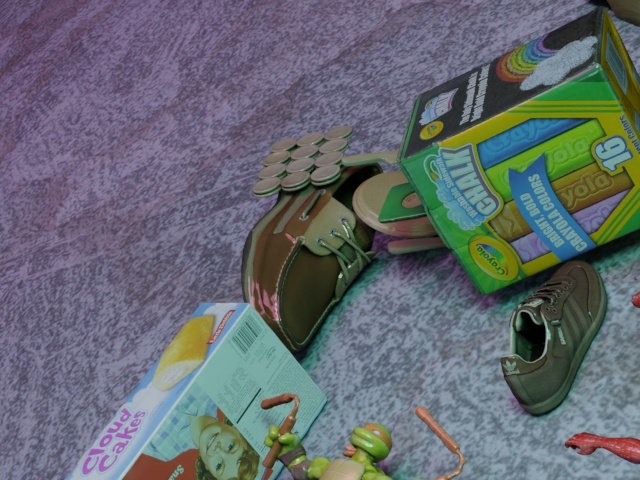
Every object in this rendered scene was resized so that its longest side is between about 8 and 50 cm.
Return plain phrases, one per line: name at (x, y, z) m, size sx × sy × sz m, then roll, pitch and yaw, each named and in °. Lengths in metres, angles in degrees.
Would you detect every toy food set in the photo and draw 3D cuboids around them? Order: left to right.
toy food set at (0.101, -0.034, 1.680) m, size 0.132 × 0.039 × 0.192 m, roll -6°, pitch 38°, yaw -15°

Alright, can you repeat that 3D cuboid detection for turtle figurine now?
turtle figurine at (0.004, 0.247, 1.358) m, size 0.269 × 0.087 × 0.217 m, roll 12°, pitch 61°, yaw 45°

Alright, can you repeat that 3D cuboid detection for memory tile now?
memory tile at (-0.020, -0.095, 1.779) m, size 0.113 × 0.012 × 0.148 m, roll -12°, pitch 27°, yaw 16°

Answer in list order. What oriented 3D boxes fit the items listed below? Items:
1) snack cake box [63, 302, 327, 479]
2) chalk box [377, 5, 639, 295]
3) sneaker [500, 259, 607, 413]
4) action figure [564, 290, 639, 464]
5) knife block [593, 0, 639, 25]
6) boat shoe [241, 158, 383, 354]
snack cake box at (-0.125, 0.208, 1.494) m, size 0.089 × 0.152 × 0.264 m, roll -3°, pitch 42°, yaw 48°
chalk box at (0.198, -0.077, 1.510) m, size 0.289 × 0.179 × 0.180 m, roll -25°, pitch 20°, yaw 23°
sneaker at (0.219, 0.073, 1.391) m, size 0.066 × 0.071 × 0.188 m, roll -15°, pitch 35°, yaw 36°
action figure at (0.252, 0.164, 1.196) m, size 0.139 × 0.091 × 0.280 m, roll -18°, pitch 31°, yaw 19°
knife block at (0.400, -0.312, 1.788) m, size 0.088 × 0.242 × 0.276 m, roll -39°, pitch 72°, yaw -2°
boat shoe at (0.000, 0.000, 1.709) m, size 0.119 × 0.123 × 0.324 m, roll -15°, pitch 34°, yaw 26°
